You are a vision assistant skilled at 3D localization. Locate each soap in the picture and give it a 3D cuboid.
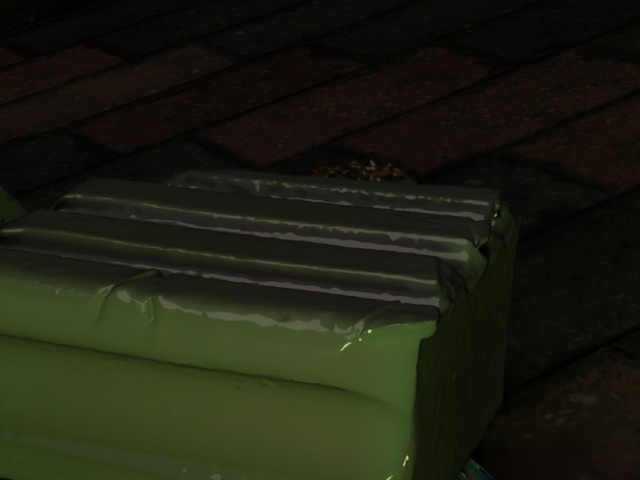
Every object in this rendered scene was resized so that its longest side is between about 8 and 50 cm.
[{"bbox_3d":[-0.073,0.082,1.158,0.435,0.213,0.350,7,23,18],"label":"soap"}]

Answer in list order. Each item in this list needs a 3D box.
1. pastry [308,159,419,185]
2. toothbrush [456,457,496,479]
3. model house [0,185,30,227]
[{"bbox_3d":[0.000,0.000,1.501,0.311,0.162,0.255,-5,27,16],"label":"pastry"},{"bbox_3d":[0.042,0.166,1.278,0.035,0.042,0.413,-16,25,-31],"label":"toothbrush"},{"bbox_3d":[-0.434,0.081,1.461,0.294,0.207,0.154,-48,-4,-27],"label":"model house"}]
